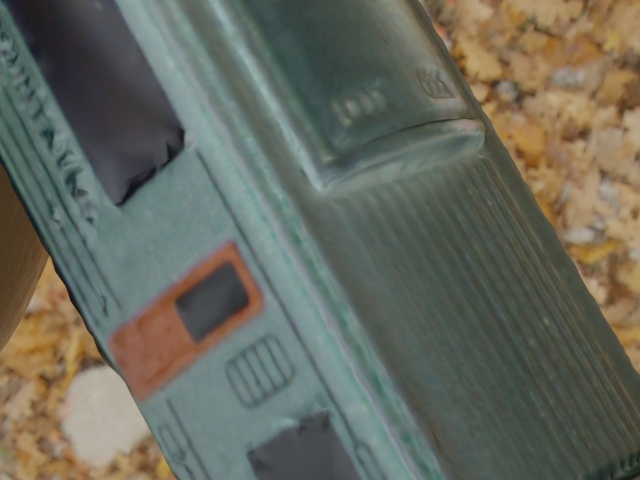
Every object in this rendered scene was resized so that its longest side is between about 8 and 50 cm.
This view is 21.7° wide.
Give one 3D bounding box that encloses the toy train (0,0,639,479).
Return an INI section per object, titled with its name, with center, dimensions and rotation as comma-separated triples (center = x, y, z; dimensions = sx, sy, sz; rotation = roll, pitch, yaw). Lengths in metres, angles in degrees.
[toy train]
center = 0.000, 0.000, 0.370
dimensions = 0.089, 0.086, 0.409
rotation = -37, 77, 41

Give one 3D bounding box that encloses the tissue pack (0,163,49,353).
[tissue pack]
center = -0.278, -0.049, 0.529
dimensions = 0.387, 0.277, 0.267
rotation = 3, 176, -29
